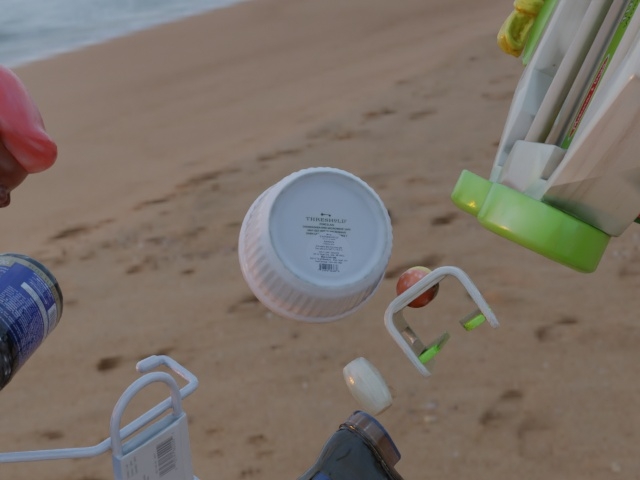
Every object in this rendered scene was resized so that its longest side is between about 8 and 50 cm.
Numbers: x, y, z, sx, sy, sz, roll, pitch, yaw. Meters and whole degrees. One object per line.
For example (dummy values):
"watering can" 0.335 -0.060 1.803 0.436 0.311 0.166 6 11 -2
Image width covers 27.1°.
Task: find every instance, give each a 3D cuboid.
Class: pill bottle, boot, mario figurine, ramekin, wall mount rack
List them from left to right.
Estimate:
"mario figurine" -0.396 -0.037 1.333 0.170 0.321 0.198 31 -13 -40
"pill bottle" -0.403 0.113 1.586 0.122 0.123 0.219 -2 24 15
"wall mount rack" -0.286 0.312 1.723 0.130 0.350 0.304 28 44 36
"ramekin" 0.000 0.000 1.769 0.207 0.207 0.109 -11 -13 -17
"boot" 0.060 0.298 1.402 0.106 0.219 0.082 -38 10 -30

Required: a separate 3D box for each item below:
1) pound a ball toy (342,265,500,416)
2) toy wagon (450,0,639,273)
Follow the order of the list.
"pound a ball toy" 0.127 0.119 1.838 0.208 0.136 0.319 -36 -5 5
"toy wagon" 0.152 -0.123 0.655 0.068 0.267 0.344 25 5 -2
